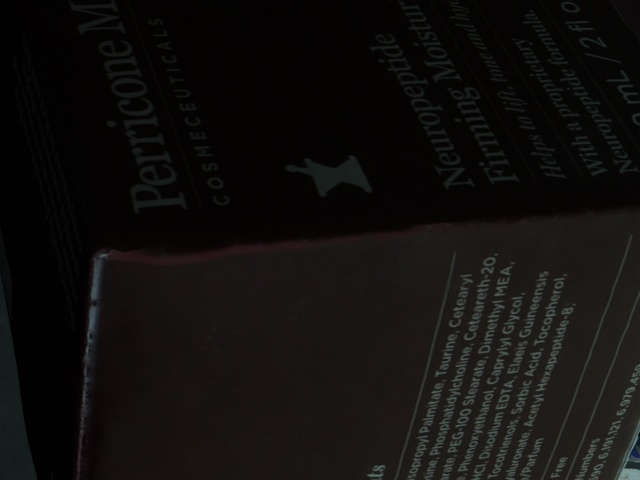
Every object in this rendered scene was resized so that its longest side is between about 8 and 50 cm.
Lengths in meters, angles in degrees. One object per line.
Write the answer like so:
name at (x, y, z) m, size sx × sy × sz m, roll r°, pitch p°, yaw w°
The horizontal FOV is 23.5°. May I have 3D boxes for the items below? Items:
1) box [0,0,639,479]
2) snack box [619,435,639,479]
box at (0.000, 0.000, 0.537) m, size 0.203 × 0.168 × 0.167 m, roll -5°, pitch 134°, yaw -19°
snack box at (0.143, 0.132, 0.829) m, size 0.178 × 0.022 × 0.064 m, roll 5°, pitch 131°, yaw -27°
